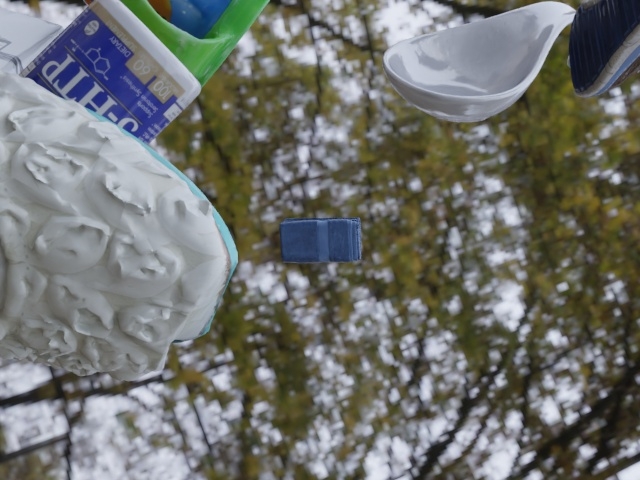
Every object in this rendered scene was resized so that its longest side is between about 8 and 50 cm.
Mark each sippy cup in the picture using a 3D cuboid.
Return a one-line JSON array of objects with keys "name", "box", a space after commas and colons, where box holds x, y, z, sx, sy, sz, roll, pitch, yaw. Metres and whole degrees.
[{"name": "sippy cup", "box": [-0.181, -0.320, 1.613, 0.224, 0.240, 0.305, 38, -8, -10]}]

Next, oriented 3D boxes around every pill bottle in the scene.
[{"name": "pill bottle", "box": [-0.197, -0.095, 1.075, 0.112, 0.187, 0.112, 45, 0, 0]}]

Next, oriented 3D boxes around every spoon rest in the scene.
[{"name": "spoon rest", "box": [0.177, -0.175, 1.279, 0.137, 0.276, 0.084, 33, -53, 38]}]

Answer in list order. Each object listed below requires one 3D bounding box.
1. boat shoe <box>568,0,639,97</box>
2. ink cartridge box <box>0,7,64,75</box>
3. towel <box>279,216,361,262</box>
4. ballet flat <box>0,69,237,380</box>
[{"name": "boat shoe", "box": [0.223, -0.143, 0.928, 0.183, 0.066, 0.066, 127, -41, -77]}, {"name": "ink cartridge box", "box": [-0.423, -0.127, 1.588, 0.121, 0.289, 0.211, 18, -58, 11]}, {"name": "towel", "box": [0.000, 0.000, 1.988, 0.029, 0.119, 0.067, -70, 159, -81]}, {"name": "ballet flat", "box": [-0.231, -0.029, 0.660, 0.408, 0.147, 0.147, 26, -54, 30]}]
